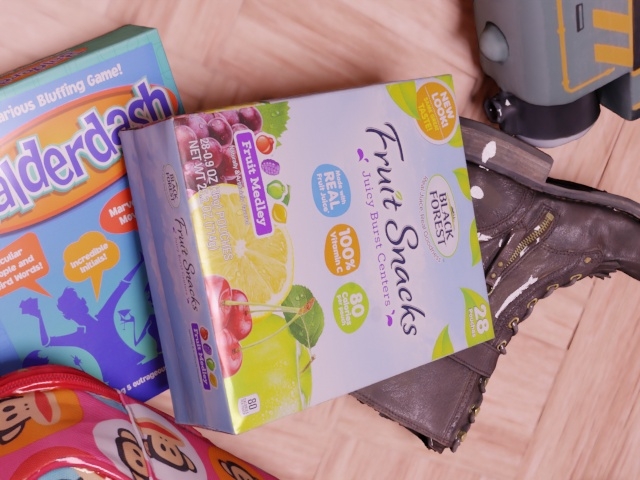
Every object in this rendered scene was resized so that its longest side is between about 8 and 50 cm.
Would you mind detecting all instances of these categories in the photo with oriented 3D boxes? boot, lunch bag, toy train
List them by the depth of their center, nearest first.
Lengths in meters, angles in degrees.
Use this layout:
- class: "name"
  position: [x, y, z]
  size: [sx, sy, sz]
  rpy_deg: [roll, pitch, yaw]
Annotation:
- class: "lunch bag"
  position: [-0.135, 0.231, 0.629]
  size: [0.258, 0.120, 0.293]
  rpy_deg: [-48, 130, 4]
- class: "toy train"
  position: [0.174, -0.214, 0.708]
  size: [0.190, 0.142, 0.334]
  rpy_deg: [-27, 133, -13]
- class: "boot"
  position: [0.133, 0.052, 0.806]
  size: [0.263, 0.091, 0.229]
  rpy_deg: [24, 90, -25]

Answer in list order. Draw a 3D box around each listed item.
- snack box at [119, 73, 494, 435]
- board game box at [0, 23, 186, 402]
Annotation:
- class: "snack box"
  position: [0.000, 0.000, 0.645]
  size: [0.207, 0.070, 0.174]
  rpy_deg: [-16, 98, -38]
- class: "board game box"
  position: [-0.139, 0.000, 0.635]
  size: [0.160, 0.047, 0.210]
  rpy_deg: [-28, 115, -24]
